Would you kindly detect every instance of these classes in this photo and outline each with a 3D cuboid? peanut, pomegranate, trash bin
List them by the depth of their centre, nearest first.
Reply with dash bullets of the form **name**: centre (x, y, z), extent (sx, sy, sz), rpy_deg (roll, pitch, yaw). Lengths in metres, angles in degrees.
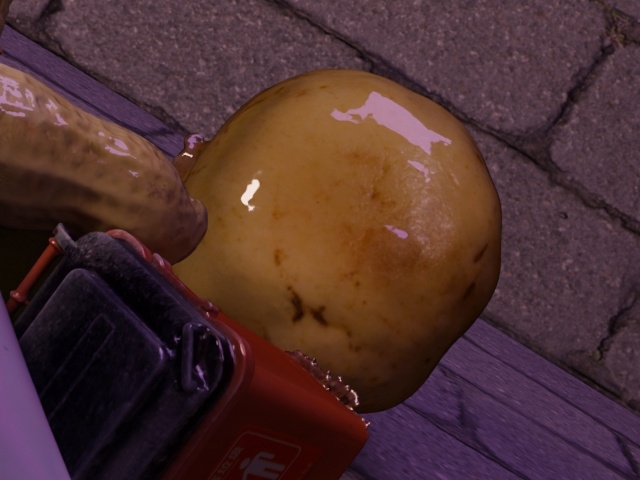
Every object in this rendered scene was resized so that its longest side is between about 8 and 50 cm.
- **trash bin**: centre (-0.094, 0.107, 0.760), extent (0.184, 0.161, 0.239), rpy_deg (38, 3, 35)
- **peanut**: centre (-0.167, -0.042, 0.770), extent (0.214, 0.098, 0.090), rpy_deg (27, -2, -30)
- **pomegranate**: centre (0.000, 0.000, 1.065), extent (0.333, 0.332, 0.332), rpy_deg (31, 9, -5)

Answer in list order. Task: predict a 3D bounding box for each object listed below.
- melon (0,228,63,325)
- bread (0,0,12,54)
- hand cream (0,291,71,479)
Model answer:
- **melon**: centre (-0.284, -0.027, 0.923), extent (0.196, 0.124, 0.323), rpy_deg (28, 5, -33)
- **bread**: centre (-0.287, -0.095, 0.347), extent (0.405, 0.242, 0.346), rpy_deg (11, -11, -20)
- **hand cream**: centre (-0.225, 0.074, 0.598), extent (0.186, 0.118, 0.358), rpy_deg (3, 22, -22)
